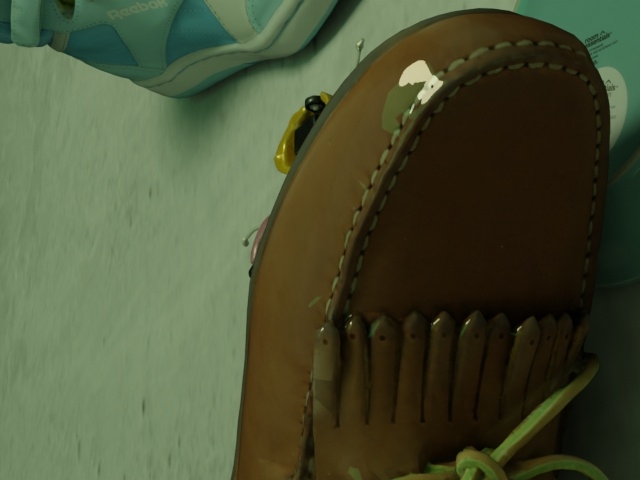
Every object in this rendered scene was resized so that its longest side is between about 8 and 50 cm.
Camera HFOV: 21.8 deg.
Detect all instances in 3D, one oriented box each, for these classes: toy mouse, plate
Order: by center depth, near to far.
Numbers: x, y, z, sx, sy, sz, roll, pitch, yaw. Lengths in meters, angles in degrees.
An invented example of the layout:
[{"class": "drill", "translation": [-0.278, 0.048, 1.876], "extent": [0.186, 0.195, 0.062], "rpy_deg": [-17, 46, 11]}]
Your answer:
[{"class": "plate", "translation": [0.113, -0.075, 0.647], "extent": [0.188, 0.024, 0.188], "rpy_deg": [-35, 49, 55]}, {"class": "toy mouse", "translation": [0.000, 0.000, 0.846], "extent": [0.161, 0.031, 0.143], "rpy_deg": [-43, 43, 52]}]

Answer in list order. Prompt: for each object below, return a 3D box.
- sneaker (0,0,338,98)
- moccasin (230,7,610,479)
[{"class": "sneaker", "translation": [-0.115, -0.173, 0.948], "extent": [0.319, 0.208, 0.127], "rpy_deg": [-28, 55, 59]}, {"class": "moccasin", "translation": [0.031, 0.103, 0.612], "extent": [0.147, 0.139, 0.380], "rpy_deg": [46, 123, 56]}]
